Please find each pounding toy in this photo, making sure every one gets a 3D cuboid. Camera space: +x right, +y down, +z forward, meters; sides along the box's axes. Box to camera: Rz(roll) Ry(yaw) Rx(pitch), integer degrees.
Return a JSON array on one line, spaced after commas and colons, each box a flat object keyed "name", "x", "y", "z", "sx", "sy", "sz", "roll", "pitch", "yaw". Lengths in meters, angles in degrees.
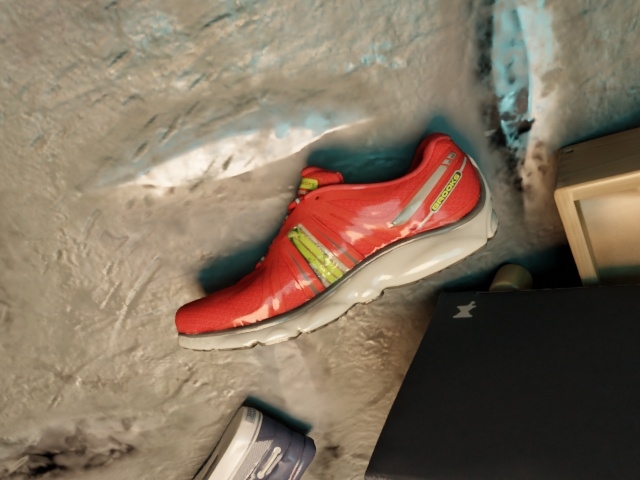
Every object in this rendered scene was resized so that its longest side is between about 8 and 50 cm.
[{"name": "pounding toy", "x": 0.251, "y": 0.008, "z": 0.459, "sx": 0.206, "sy": 0.094, "sz": 0.181, "roll": -13, "pitch": 116, "yaw": 34}]

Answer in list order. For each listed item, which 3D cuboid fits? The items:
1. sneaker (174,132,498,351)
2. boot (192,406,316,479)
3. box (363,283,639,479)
[{"name": "sneaker", "x": 0.000, "y": 0.000, "z": 0.444, "sx": 0.279, "sy": 0.107, "sz": 0.118, "roll": -26, "pitch": 92, "yaw": 2}, {"name": "boot", "x": -0.084, "y": 0.261, "z": 0.537, "sx": 0.086, "sy": 0.069, "sz": 0.190, "roll": 29, "pitch": 104, "yaw": -12}, {"name": "box", "x": 0.260, "y": 0.246, "z": 0.416, "sx": 0.293, "sy": 0.212, "sz": 0.395, "roll": -8, "pitch": 117, "yaw": 35}]
